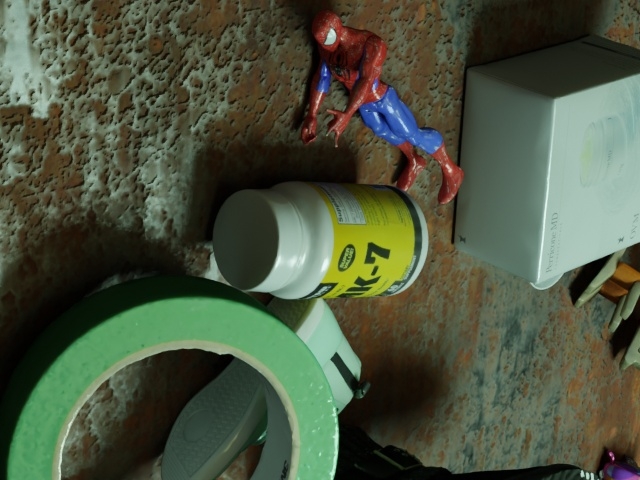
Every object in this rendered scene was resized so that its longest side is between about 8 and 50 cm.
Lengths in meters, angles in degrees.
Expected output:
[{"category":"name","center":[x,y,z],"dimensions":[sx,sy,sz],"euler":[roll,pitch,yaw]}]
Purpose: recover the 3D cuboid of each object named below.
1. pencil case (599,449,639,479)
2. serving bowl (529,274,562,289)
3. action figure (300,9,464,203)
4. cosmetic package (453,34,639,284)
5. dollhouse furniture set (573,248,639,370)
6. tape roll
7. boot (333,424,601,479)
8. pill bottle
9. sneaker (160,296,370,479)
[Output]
[{"category":"pencil case","center":[0.414,0.424,2.201],"dimensions":[0.104,0.104,0.236],"euler":[15,96,-48]},{"category":"serving bowl","center":[0.275,0.017,1.909],"dimensions":[0.083,0.027,0.083],"euler":[-21,123,-38]},{"category":"action figure","center":[0.043,-0.111,1.564],"dimensions":[0.139,0.091,0.280],"euler":[-57,138,-21]},{"category":"cosmetic package","center":[0.282,-0.098,1.780],"dimensions":[0.224,0.138,0.224],"euler":[-18,121,-37]},{"category":"dollhouse furniture set","center":[0.476,0.105,2.011],"dimensions":[0.135,0.262,0.259],"euler":[-54,171,-14]},{"category":"tape roll","center":[-0.143,0.195,1.456],"dimensions":[0.321,0.077,0.321],"euler":[-6,107,-19]},{"category":"boot","center":[0.131,0.291,1.728],"dimensions":[0.348,0.260,0.131],"euler":[5,95,-43]},{"category":"pill bottle","center":[0.000,0.000,1.558],"dimensions":[0.208,0.119,0.119],"euler":[0,109,-45]},{"category":"sneaker","center":[-0.048,0.187,1.614],"dimensions":[0.256,0.094,0.151],"euler":[-52,130,-17]}]
